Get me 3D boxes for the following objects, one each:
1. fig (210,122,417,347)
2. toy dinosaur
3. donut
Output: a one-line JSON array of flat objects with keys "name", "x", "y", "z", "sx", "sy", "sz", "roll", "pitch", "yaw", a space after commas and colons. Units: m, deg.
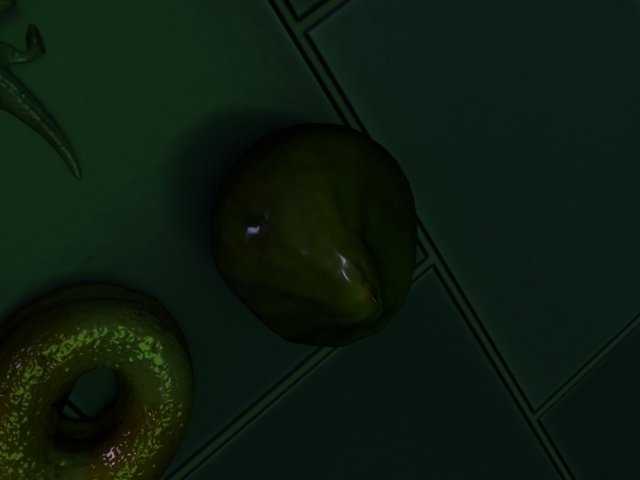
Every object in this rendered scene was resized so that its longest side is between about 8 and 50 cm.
[{"name": "fig", "x": -0.010, "y": 0.003, "z": 0.477, "sx": 0.167, "sy": 0.233, "sz": 0.167, "roll": 6, "pitch": 110, "yaw": 18}, {"name": "toy dinosaur", "x": -0.238, "y": -0.117, "z": 0.432, "sx": 0.106, "sy": 0.044, "sz": 0.187, "roll": -13, "pitch": 122, "yaw": -6}, {"name": "donut", "x": -0.178, "y": 0.131, "z": 0.503, "sx": 0.174, "sy": 0.074, "sz": 0.190, "roll": 42, "pitch": 85, "yaw": -26}]
